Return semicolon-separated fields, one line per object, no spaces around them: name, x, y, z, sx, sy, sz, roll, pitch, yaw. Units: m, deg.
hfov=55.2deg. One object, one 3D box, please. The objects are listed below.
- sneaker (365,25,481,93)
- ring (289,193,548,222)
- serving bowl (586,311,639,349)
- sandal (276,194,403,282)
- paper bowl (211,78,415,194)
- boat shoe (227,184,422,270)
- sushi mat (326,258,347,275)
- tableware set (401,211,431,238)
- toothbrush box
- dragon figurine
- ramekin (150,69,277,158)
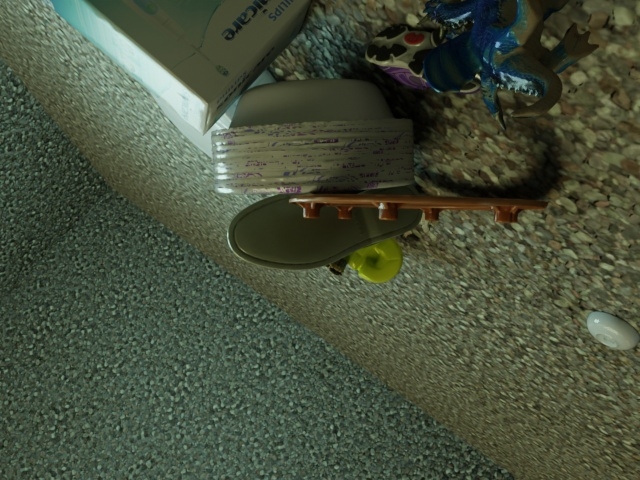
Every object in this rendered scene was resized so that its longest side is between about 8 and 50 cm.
sneaker;0.131;-0.207;0.719;0.170;0.068;0.071;35;-179;44
ring;0.126;-0.041;0.822;0.337;0.032;0.336;2;-178;0
serving bowl;0.467;0.151;0.985;0.083;0.027;0.083;34;163;12
sandal;0.037;-0.034;1.277;0.317;0.126;0.138;45;-171;6
paper bowl;-0.011;-0.144;0.865;0.284;0.285;0.147;11;106;59
boat shoe;0.000;-0.027;1.010;0.113;0.340;0.127;-12;96;65
sushi mat;0.000;0.000;1.342;0.151;0.019;0.316;36;-167;1
tableware set;0.128;-0.061;1.152;0.169;0.020;0.141;34;165;0
toothbrush box;-0.194;-0.324;0.805;0.296;0.216;0.126;39;165;-4
dragon figurine;0.149;-0.157;0.533;0.085;0.289;0.144;24;140;-21
ramekin;-0.176;-0.252;1.121;0.273;0.127;0.273;36;164;12
